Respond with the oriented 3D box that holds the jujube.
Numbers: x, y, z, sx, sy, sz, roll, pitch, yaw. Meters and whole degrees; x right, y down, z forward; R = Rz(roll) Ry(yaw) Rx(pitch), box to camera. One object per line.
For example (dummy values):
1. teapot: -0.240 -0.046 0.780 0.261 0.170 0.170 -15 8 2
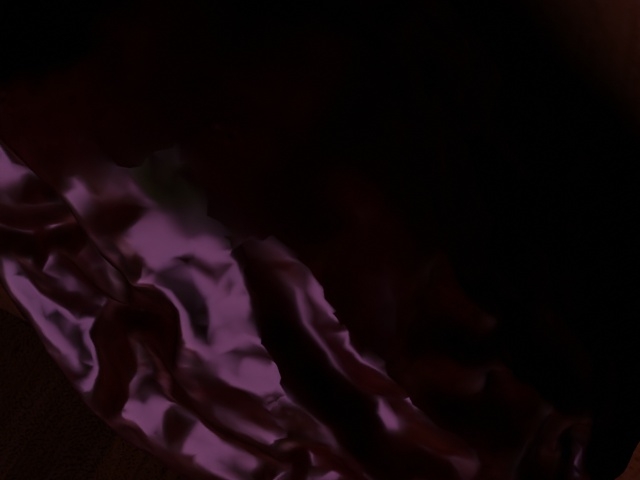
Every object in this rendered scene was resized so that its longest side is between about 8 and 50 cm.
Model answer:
1. jujube: 0.000 0.001 0.765 0.276 0.276 0.377 11 144 51
